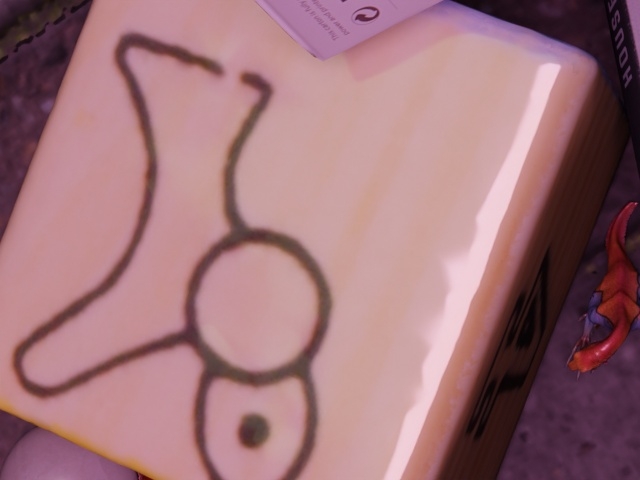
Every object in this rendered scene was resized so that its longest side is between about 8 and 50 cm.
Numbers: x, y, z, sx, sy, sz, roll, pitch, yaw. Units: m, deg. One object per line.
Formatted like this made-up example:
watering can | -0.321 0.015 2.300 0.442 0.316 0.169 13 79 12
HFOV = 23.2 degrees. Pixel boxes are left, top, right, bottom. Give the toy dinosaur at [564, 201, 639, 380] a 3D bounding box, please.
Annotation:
toy dinosaur | 0.119 0.028 0.653 0.047 0.082 0.090 -16 82 15

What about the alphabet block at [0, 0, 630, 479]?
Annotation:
alphabet block | 0.000 0.000 0.633 0.192 0.193 0.197 23 93 17

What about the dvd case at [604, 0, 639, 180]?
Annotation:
dvd case | 0.197 -0.118 0.610 0.179 0.029 0.238 -5 68 -4

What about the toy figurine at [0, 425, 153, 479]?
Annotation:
toy figurine | -0.096 0.197 0.671 0.209 0.148 0.213 -40 78 10

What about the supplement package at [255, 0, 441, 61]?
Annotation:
supplement package | -0.014 -0.231 0.481 0.145 0.204 0.262 -26 56 18
